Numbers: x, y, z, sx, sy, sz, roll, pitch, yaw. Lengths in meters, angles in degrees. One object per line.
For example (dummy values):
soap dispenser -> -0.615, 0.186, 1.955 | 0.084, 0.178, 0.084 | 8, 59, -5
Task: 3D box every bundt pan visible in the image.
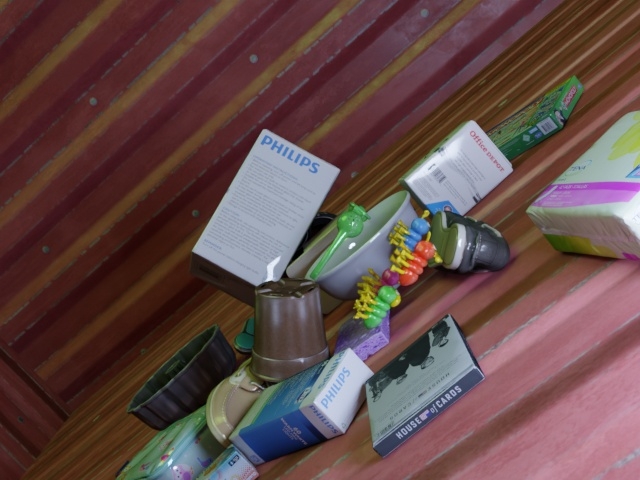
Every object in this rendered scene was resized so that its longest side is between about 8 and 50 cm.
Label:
bundt pan -> -0.353, 0.378, 2.245 | 0.331, 0.124, 0.331 | -41, 8, 7

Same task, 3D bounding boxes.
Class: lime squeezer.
lime squeezer -> 0.068, -0.031, 1.819 | 0.310, 0.059, 0.110 | -55, -16, -53

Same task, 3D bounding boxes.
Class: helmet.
helmet -> 0.000, 0.000, 2.441 | 0.169, 0.169, 0.161 | -29, 32, 56

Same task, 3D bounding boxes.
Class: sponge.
sponge -> 0.081, 0.179, 1.627 | 0.117, 0.031, 0.210 | -39, 8, 14

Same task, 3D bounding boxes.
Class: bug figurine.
bug figurine -> 0.143, 0.054, 1.560 | 0.216, 0.072, 0.279 | -55, 4, 14

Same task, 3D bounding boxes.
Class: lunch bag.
lunch bag -> -0.296, 0.444, 1.713 | 0.279, 0.108, 0.224 | -32, 13, 48

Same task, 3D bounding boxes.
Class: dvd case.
dvd case -> 0.143, 0.204, 1.235 | 0.179, 0.029, 0.238 | -40, 9, 8

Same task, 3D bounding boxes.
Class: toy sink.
toy sink -> 0.046, 0.042, 2.062 | 0.234, 0.153, 0.131 | -42, 8, 3

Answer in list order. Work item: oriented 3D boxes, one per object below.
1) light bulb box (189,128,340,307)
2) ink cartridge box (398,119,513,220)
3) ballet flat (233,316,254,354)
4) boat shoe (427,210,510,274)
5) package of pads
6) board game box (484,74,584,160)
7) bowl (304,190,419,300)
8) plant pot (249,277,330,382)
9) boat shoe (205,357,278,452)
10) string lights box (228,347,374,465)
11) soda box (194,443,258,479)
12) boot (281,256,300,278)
light bulb box -> -0.154, -0.042, 2.195 | 0.361, 0.225, 0.358 | -62, 4, -15
ink cartridge box -> 0.300, -0.146, 1.881 | 0.203, 0.148, 0.086 | -41, 7, -2
ballet flat -> -0.197, 0.278, 2.307 | 0.213, 0.072, 0.068 | -67, -1, -72
boat shoe -> 0.261, 0.011, 1.541 | 0.335, 0.095, 0.112 | -100, 23, -84
package of pads -> 0.433, -0.084, 1.139 | 0.229, 0.101, 0.296 | -43, 9, -5
board game box -> 0.468, -0.255, 2.027 | 0.317, 0.046, 0.213 | -33, 13, 44
bowl -> 0.118, 0.036, 1.828 | 0.298, 0.134, 0.298 | -41, 9, 8
plant pot -> -0.062, 0.167, 1.641 | 0.167, 0.165, 0.167 | -3, 14, 1
boat shoe -> -0.127, 0.294, 1.674 | 0.110, 0.121, 0.341 | -39, 8, 20
string lights box -> -0.034, 0.287, 1.443 | 0.260, 0.077, 0.133 | -33, 13, 46
soda box -> -0.194, 0.438, 1.446 | 0.183, 0.063, 0.058 | -43, 9, -10
boot -> -0.004, 0.096, 2.250 | 0.283, 0.109, 0.220 | -35, 12, -5
